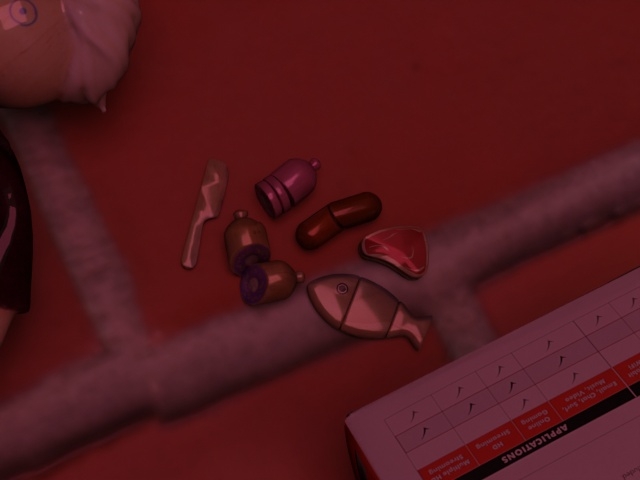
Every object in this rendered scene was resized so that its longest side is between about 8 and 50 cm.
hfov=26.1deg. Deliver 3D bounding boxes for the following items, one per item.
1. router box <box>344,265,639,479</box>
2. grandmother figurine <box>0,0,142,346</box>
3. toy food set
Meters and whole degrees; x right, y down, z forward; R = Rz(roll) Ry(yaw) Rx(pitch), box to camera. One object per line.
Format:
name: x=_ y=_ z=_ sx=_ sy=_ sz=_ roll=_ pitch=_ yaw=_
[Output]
router box: x=0.223 y=0.120 z=0.533 sx=0.336 sy=0.082 sz=0.301 roll=-25 pitch=48 yaw=-9
grandmother figurine: x=-0.208 y=-0.016 z=0.583 sx=0.342 sy=0.104 sz=0.208 roll=-44 pitch=95 yaw=-14
toy food set: x=0.000 y=0.000 z=0.652 sx=0.122 sy=0.019 sz=0.077 roll=15 pitch=74 yaw=-5
